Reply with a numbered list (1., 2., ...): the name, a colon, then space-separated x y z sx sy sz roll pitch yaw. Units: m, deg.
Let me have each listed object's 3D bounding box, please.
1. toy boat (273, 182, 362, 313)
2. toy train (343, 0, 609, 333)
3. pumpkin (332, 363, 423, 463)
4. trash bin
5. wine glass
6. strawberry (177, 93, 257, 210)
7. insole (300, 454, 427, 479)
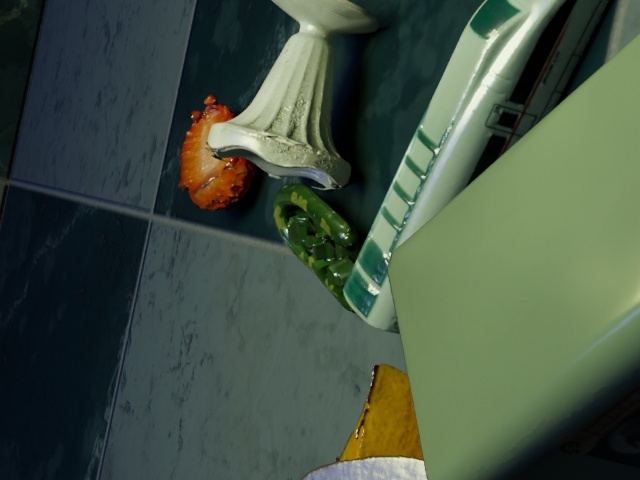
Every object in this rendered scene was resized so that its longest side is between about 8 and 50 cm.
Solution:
1. toy boat: 0.000 0.000 1.261 0.210 0.052 0.104 -136 32 -57
2. toy train: 0.137 -0.106 1.022 0.407 0.088 0.086 -65 30 21
3. pumpkin: 0.048 0.259 1.057 0.163 0.111 0.279 151 133 -75
4. trash bin: 0.208 0.012 0.756 0.343 0.158 0.223 -49 36 40
5. wine glass: -0.022 -0.164 1.274 0.165 0.165 0.197 18 90 62
6. strawberry: -0.124 -0.113 1.534 0.121 0.082 0.188 -40 33 22
7. insole: 0.103 0.231 0.902 0.327 0.007 0.111 5 78 38
